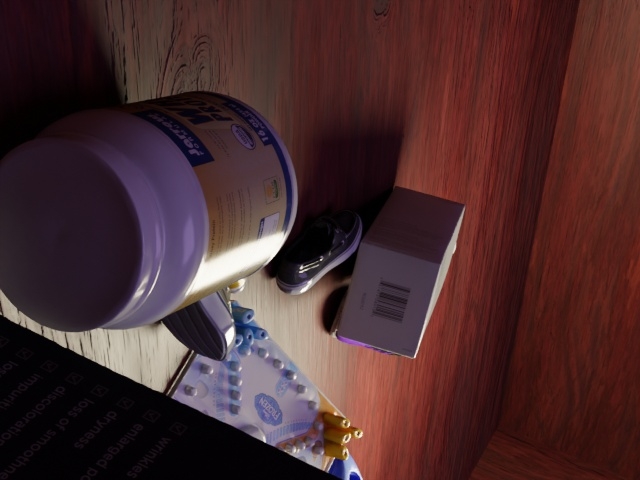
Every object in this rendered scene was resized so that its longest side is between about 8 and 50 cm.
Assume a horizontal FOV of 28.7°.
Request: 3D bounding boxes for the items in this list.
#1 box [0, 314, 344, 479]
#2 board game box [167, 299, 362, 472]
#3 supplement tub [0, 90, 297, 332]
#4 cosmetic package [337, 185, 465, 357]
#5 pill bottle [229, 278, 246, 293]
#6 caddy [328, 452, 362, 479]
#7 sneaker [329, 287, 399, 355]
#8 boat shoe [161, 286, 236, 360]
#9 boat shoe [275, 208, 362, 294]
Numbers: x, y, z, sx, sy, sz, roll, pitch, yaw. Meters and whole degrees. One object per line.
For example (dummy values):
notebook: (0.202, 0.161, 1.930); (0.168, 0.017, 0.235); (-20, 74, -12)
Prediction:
box: (-0.293, 0.346, 1.071); (0.480, 0.471, 0.297); (-43, 148, -50)
board game box: (-0.118, 0.356, 1.935); (0.390, 0.050, 0.390); (51, 58, -40)
supplement tub: (-0.186, -0.034, 1.332); (0.316, 0.228, 0.228); (-26, 134, -63)
cosmetic package: (0.158, 0.050, 2.328); (0.365, 0.155, 0.197); (-56, 160, -69)
pill bottle: (-0.132, 0.045, 1.827); (0.043, 0.043, 0.083); (-59, 158, -25)
caddy: (-0.036, 0.506, 2.183); (0.241, 0.179, 0.341); (52, 43, -26)
sneaker: (0.121, 0.171, 2.468); (0.102, 0.146, 0.293); (-69, 161, 0)
boat shoe: (-0.163, 0.053, 1.668); (0.094, 0.109, 0.302); (-60, 156, -29)
boat shoe: (0.000, 0.000, 2.095); (0.228, 0.080, 0.076); (-40, 148, -40)
